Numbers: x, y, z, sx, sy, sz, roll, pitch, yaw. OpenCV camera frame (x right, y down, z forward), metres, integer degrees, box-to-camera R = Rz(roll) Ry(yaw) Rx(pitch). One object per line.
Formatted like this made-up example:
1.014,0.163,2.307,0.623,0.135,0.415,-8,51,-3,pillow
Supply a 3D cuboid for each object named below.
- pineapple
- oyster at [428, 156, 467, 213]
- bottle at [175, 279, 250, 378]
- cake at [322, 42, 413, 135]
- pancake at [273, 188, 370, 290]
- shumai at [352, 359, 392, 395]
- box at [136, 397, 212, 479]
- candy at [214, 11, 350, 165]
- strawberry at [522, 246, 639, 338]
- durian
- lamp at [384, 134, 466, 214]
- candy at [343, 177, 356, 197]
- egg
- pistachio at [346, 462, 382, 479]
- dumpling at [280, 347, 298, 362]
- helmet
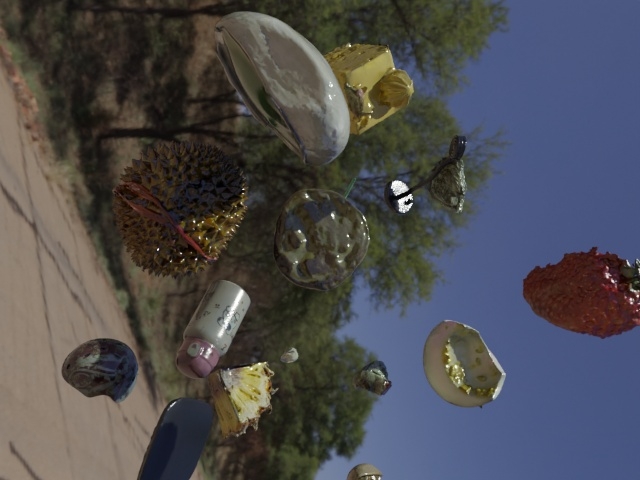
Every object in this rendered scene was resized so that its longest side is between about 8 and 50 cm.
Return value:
-0.222,0.421,1.797,0.114,0.186,0.237,-42,-160,39,pineapple
0.385,-0.168,1.966,0.124,0.064,0.178,1,-104,44,oyster
-0.256,0.211,1.520,0.110,0.109,0.233,91,19,-50,bottle
0.123,-0.474,2.026,0.286,0.227,0.223,25,-38,50,cake
0.000,0.000,1.849,0.049,0.294,0.295,140,-64,-78,pancake
0.163,0.428,1.965,0.087,0.123,0.099,49,-31,31,shumai
-0.324,0.457,1.458,0.201,0.042,0.213,46,59,-61,box
-0.073,-0.345,1.537,0.386,0.186,0.427,47,-10,14,candy
0.484,0.115,1.216,0.175,0.106,0.236,57,-42,3,strawberry
-0.356,-0.082,1.675,0.348,0.347,0.385,95,8,-57,durian
0.291,-0.191,1.905,0.371,0.108,0.130,134,-32,-65,lamp
0.032,-0.067,2.077,0.306,0.091,0.083,-62,-148,7,candy
0.437,0.372,1.987,0.206,0.161,0.271,-37,-107,34,egg
0.124,0.707,1.882,0.185,0.124,0.125,63,6,-61,pistachio
-0.102,0.376,2.116,0.043,0.059,0.077,57,-4,9,dumpling
-0.520,0.296,1.576,0.107,0.176,0.153,-55,-152,26,helmet
